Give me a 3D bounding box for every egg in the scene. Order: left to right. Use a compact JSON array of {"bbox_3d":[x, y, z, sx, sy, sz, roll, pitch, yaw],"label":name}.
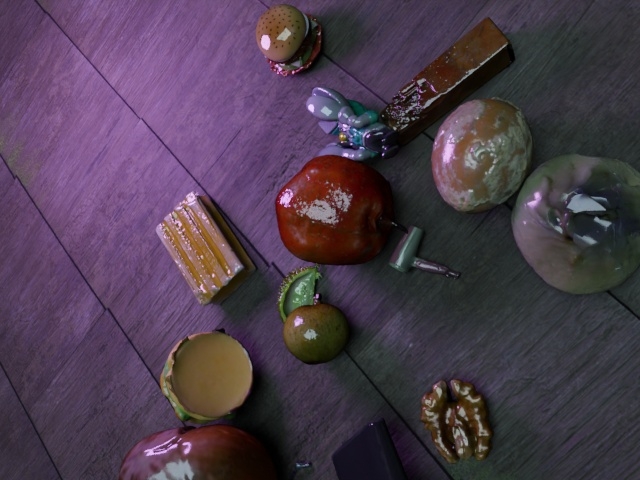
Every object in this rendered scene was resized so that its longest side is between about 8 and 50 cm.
[{"bbox_3d":[0.324,-0.170,1.050,0.203,0.203,0.245,17,84,26],"label":"egg"}]

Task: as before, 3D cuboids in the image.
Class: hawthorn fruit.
[{"bbox_3d":[0.056,-0.053,1.135,0.300,0.254,0.254,22,95,38],"label":"hawthorn fruit"}]

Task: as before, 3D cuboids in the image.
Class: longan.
[{"bbox_3d":[-0.009,0.204,1.210,0.154,0.145,0.176,8,68,2],"label":"longan"}]

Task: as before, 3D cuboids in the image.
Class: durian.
[{"bbox_3d":[-0.057,0.130,1.290,0.100,0.086,0.215,14,95,-7],"label":"durian"}]

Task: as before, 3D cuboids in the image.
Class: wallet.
[{"bbox_3d":[0.144,0.594,1.040,0.228,0.062,0.406,-61,40,43],"label":"wallet"}]

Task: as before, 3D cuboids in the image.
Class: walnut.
[{"bbox_3d":[0.287,0.376,1.088,0.142,0.069,0.170,-15,80,23],"label":"walnut"}]

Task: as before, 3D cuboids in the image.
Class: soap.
[{"bbox_3d":[-0.313,0.021,1.403,0.173,0.089,0.274,-42,70,16],"label":"soap"}]

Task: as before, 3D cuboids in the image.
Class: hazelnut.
[{"bbox_3d":[-0.284,0.578,1.208,0.372,0.372,0.315,-30,35,20],"label":"hazelnut"}]

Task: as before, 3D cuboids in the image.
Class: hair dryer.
[{"bbox_3d":[0.241,0.044,1.162,0.154,0.054,0.106,31,94,15],"label":"hair dryer"}]

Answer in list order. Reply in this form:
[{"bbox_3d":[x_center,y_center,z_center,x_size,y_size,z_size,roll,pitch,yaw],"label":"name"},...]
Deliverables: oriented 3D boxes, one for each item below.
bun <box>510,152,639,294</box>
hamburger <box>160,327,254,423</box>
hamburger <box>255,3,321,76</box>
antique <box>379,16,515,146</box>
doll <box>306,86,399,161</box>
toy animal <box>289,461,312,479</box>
[{"bbox_3d":[0.494,-0.037,0.975,0.272,0.168,0.273,1,92,22],"label":"bun"},{"bbox_3d":[-0.289,0.351,1.301,0.149,0.237,0.237,-43,64,53],"label":"hamburger"},{"bbox_3d":[-0.086,-0.520,1.319,0.175,0.137,0.175,-3,82,23],"label":"hamburger"},{"bbox_3d":[0.272,-0.342,1.151,0.310,0.093,0.087,-37,71,19],"label":"antique"},{"bbox_3d":[0.058,-0.268,1.189,0.258,0.153,0.195,5,115,61],"label":"doll"},{"bbox_3d":[-0.069,0.666,1.244,0.079,0.070,0.253,5,73,-8],"label":"toy animal"}]
